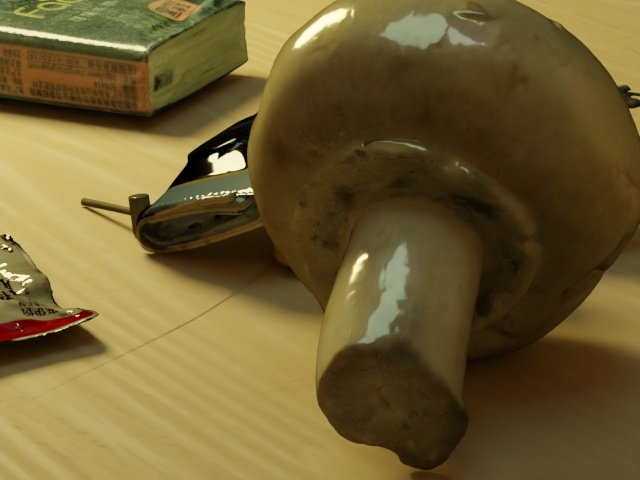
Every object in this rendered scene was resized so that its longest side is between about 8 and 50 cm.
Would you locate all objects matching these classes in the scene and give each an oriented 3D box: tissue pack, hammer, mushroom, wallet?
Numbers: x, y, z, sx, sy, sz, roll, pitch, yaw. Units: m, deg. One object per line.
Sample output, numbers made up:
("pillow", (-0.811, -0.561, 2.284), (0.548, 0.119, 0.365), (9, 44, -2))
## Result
("tissue pack", (-0.268, -0.219, 2.191), (0.315, 0.103, 0.228), (10, 23, 24))
("hammer", (-0.190, -0.029, 1.811), (0.019, 0.035, 0.110), (-18, 18, -37))
("mushroom", (0.083, -0.007, 1.419), (0.314, 0.314, 0.336), (2, 45, 10))
("wallet", (-0.048, -0.074, 1.755), (0.170, 0.069, 0.231), (-8, 27, 41))

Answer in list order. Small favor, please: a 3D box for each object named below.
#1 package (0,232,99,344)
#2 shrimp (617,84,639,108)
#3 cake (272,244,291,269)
("package", (-0.292, 0.044, 1.625), (0.154, 0.030, 0.239), (-11, 22, -27))
("shrimp", (0.201, -0.091, 1.746), (0.372, 0.172, 0.137), (-6, 16, 11))
("cake", (0.000, 0.000, 1.697), (0.084, 0.044, 0.084), (-1, 20, 0))
